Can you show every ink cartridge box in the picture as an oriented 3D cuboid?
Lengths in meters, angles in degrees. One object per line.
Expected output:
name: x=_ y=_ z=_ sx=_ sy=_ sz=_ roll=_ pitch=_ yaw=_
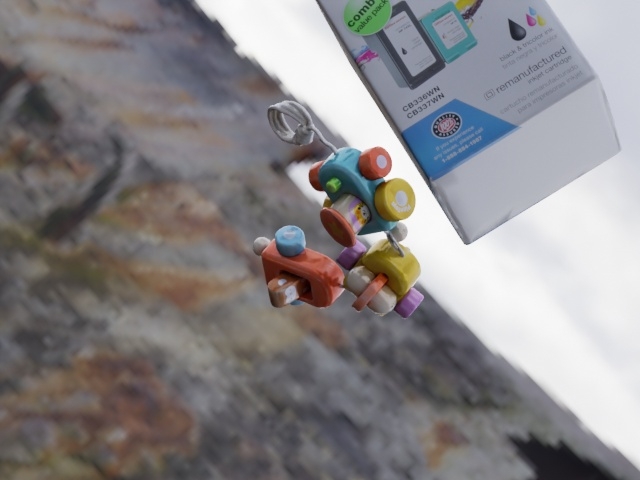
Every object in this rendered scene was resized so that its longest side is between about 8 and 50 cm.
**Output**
ink cartridge box: x=0.150 y=-0.180 z=1.870 sx=0.270 sy=0.198 sz=0.197 roll=59 pitch=3 yaw=26

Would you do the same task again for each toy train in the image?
toy train: x=0.000 y=0.000 z=1.082 sx=0.125 sy=0.046 sz=0.166 roll=24 pitch=-37 yaw=22
